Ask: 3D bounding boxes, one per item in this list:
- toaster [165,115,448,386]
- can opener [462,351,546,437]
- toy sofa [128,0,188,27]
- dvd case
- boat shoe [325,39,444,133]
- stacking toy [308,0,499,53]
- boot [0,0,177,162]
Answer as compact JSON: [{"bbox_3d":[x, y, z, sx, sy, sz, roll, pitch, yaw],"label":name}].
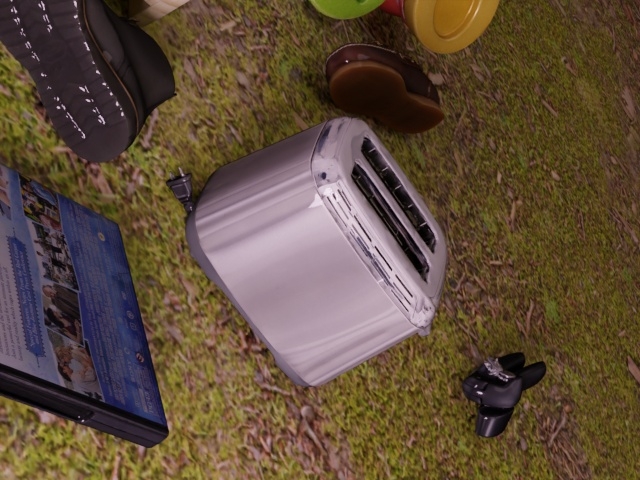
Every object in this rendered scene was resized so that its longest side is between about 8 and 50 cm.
[{"bbox_3d":[0.000,0.000,1.115,0.227,0.146,0.129,54,29,-21],"label":"toaster"},{"bbox_3d":[0.189,0.144,1.446,0.059,0.073,0.186,29,20,15],"label":"can opener"},{"bbox_3d":[-0.183,-0.334,1.030,0.362,0.177,0.150,37,38,-44],"label":"toy sofa"},{"bbox_3d":[-0.198,0.018,0.852,0.253,0.022,0.180,31,32,-48],"label":"dvd case"},{"bbox_3d":[0.059,-0.167,1.440,0.207,0.073,0.073,22,48,-62],"label":"boat shoe"},{"bbox_3d":[0.080,-0.370,1.491,0.279,0.309,0.130,-2,29,-37],"label":"stacking toy"},{"bbox_3d":[-0.177,-0.168,1.034,0.137,0.077,0.198,-57,132,-64],"label":"boot"}]
